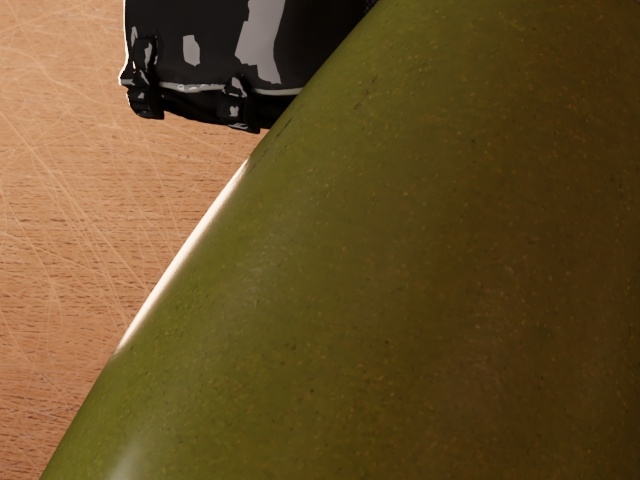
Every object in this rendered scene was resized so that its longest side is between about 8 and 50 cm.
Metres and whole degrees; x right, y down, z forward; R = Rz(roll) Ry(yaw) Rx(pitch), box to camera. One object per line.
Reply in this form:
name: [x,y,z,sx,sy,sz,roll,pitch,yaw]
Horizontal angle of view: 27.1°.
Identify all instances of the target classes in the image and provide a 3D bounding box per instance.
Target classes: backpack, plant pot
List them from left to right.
backpack: [0.030,-0.145,0.794,0.225,0.253,0.191,9,92,50]
plant pot: [0.052,0.031,0.595,0.275,0.275,0.293,162,130,-83]
